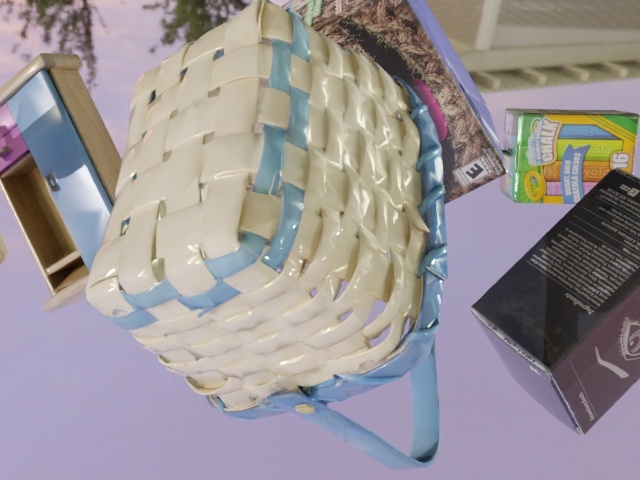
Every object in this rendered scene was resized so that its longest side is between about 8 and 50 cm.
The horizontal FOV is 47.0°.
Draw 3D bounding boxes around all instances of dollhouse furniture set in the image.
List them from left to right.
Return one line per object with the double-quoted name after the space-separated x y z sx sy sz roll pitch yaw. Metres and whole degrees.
-0.334 -0.007 0.591 0.286 0.198 0.303 -27 178 29 "dollhouse furniture set"

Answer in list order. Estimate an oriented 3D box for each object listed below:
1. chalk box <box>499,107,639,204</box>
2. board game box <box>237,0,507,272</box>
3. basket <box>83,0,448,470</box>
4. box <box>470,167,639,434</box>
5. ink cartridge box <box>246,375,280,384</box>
0.454 -0.169 1.467 0.288 0.179 0.180 1 -167 6 "chalk box"
0.009 -0.124 0.785 0.290 0.232 0.141 -28 -149 21 "board game box"
0.000 0.000 0.511 0.289 0.201 0.255 33 -133 -38 "basket"
0.272 0.062 0.725 0.207 0.153 0.108 -42 -136 -5 "box"
-0.078 0.267 1.445 0.104 0.062 0.181 3 170 43 "ink cartridge box"
